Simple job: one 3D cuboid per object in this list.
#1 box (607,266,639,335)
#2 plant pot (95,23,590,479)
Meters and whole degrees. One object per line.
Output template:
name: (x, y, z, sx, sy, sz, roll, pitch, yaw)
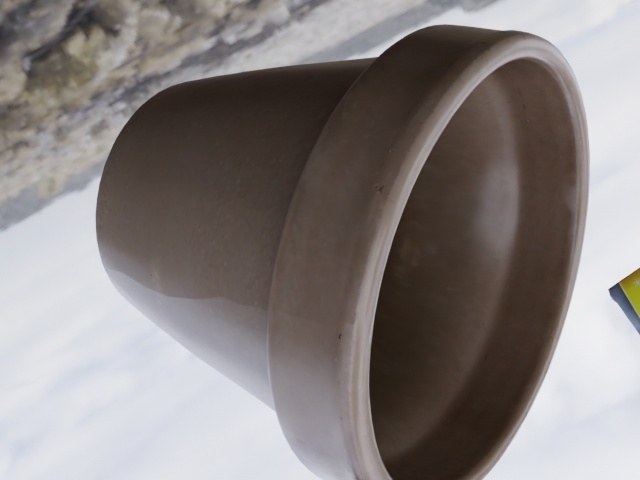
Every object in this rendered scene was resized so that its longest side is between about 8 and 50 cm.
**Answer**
box: (0.233, 0.017, 0.361, 0.233, 0.159, 0.044, -42, 163, 35)
plant pot: (0.000, 0.000, 0.644, 0.229, 0.263, 0.263, 14, -145, 32)
